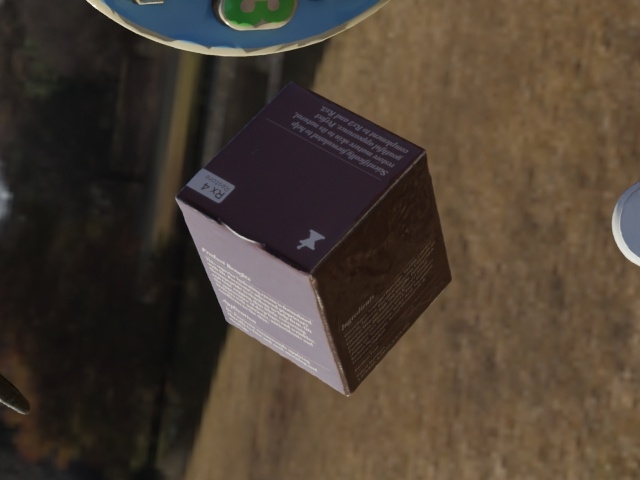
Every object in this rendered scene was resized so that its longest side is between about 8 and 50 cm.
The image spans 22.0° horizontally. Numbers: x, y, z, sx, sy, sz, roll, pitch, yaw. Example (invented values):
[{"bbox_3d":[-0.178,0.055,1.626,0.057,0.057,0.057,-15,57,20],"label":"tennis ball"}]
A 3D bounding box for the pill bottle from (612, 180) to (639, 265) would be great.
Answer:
[{"bbox_3d":[0.282,-0.014,1.366,0.137,0.078,0.078,-6,-76,-79],"label":"pill bottle"}]

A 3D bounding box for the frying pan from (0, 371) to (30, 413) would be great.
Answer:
[{"bbox_3d":[-0.303,0.039,1.106,0.053,0.197,0.326,-50,-10,-15],"label":"frying pan"}]

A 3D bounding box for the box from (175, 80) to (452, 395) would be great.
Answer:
[{"bbox_3d":[0.000,0.000,1.531,0.167,0.168,0.203,-46,-33,-22],"label":"box"}]

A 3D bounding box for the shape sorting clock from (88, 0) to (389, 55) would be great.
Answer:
[{"bbox_3d":[-0.026,-0.174,0.662,0.040,0.206,0.206,-136,51,-58],"label":"shape sorting clock"}]
